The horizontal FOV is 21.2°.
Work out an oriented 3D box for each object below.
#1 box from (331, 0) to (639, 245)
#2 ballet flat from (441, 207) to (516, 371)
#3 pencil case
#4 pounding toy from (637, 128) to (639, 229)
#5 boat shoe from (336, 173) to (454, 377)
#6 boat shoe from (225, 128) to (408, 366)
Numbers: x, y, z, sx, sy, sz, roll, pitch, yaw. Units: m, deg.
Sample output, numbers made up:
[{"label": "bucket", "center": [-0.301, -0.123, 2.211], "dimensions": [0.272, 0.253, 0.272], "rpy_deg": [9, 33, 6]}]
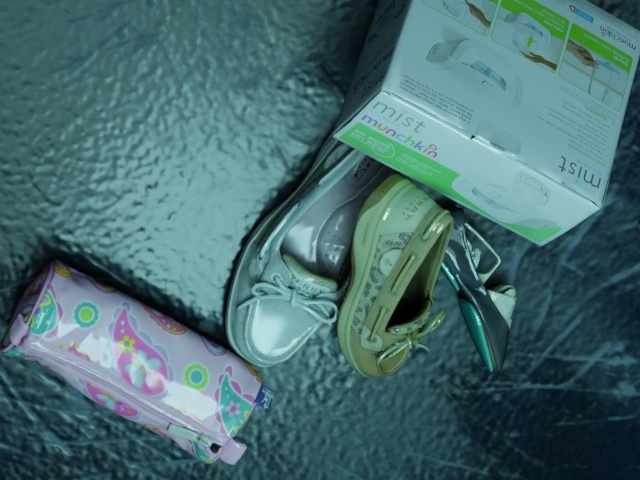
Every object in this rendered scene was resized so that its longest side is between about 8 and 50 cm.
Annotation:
[{"label": "box", "center": [0.178, -0.161, 1.762], "dimensions": [0.262, 0.127, 0.231], "rpy_deg": [26, 61, -15]}, {"label": "ballet flat", "center": [0.177, 0.050, 1.906], "dimensions": [0.074, 0.074, 0.203], "rpy_deg": [-28, 105, -1]}, {"label": "pencil case", "center": [-0.198, 0.134, 1.838], "dimensions": [0.284, 0.124, 0.124], "rpy_deg": [32, 97, -14]}, {"label": "pounding toy", "center": [0.442, -0.059, 1.906], "dimensions": [0.206, 0.094, 0.181], "rpy_deg": [40, 95, -17]}, {"label": "boat shoe", "center": [0.083, 0.058, 1.816], "dimensions": [0.104, 0.089, 0.285], "rpy_deg": [-44, 152, -32]}, {"label": "boat shoe", "center": [0.003, 0.000, 1.845], "dimensions": [0.118, 0.103, 0.320], "rpy_deg": [33, 97, -16]}]
